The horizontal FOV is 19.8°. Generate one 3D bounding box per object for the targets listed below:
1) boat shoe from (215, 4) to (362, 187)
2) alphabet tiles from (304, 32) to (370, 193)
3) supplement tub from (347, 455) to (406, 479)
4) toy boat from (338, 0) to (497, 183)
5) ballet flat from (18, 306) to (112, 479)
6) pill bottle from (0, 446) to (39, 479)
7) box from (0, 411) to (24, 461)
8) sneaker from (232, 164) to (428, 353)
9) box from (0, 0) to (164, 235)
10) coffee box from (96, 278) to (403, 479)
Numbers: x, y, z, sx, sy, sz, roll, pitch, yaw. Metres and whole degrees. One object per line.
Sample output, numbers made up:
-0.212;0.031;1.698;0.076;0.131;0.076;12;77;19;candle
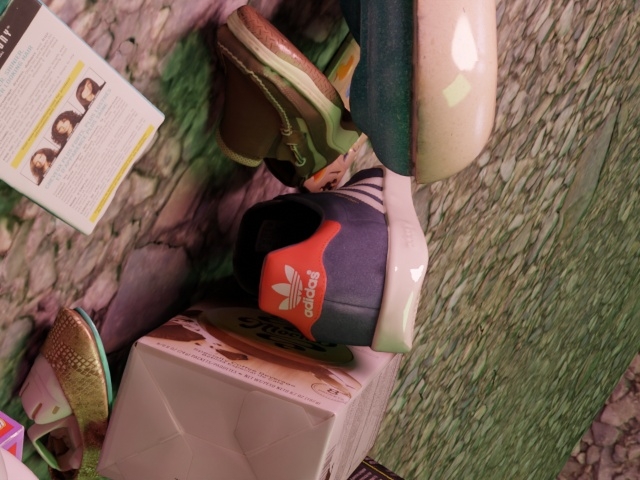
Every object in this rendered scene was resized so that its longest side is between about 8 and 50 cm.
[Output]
-0.036;-0.096;1.435;0.095;0.095;0.257;-45;158;1;boat shoe
0.049;-0.148;1.677;0.237;0.009;0.198;-57;160;-4;alphabet tiles
-0.001;0.291;1.687;0.207;0.338;0.207;-47;156;-29;supplement tub
0.062;-0.217;1.410;0.318;0.148;0.267;86;5;-50;toy boat
-0.195;0.131;1.418;0.067;0.073;0.206;-26;143;-18;ballet flat
-0.249;0.256;1.092;0.229;0.229;0.408;-45;149;-34;pill bottle
-0.312;0.275;1.350;0.201;0.057;0.293;-39;151;-43;box
0.000;0.000;1.574;0.350;0.148;0.131;-108;-153;-80;sneaker
-0.185;-0.086;1.147;0.100;0.060;0.244;-58;159;-5;box
-0.046;0.130;1.513;0.297;0.168;0.119;-34;143;-75;coffee box
